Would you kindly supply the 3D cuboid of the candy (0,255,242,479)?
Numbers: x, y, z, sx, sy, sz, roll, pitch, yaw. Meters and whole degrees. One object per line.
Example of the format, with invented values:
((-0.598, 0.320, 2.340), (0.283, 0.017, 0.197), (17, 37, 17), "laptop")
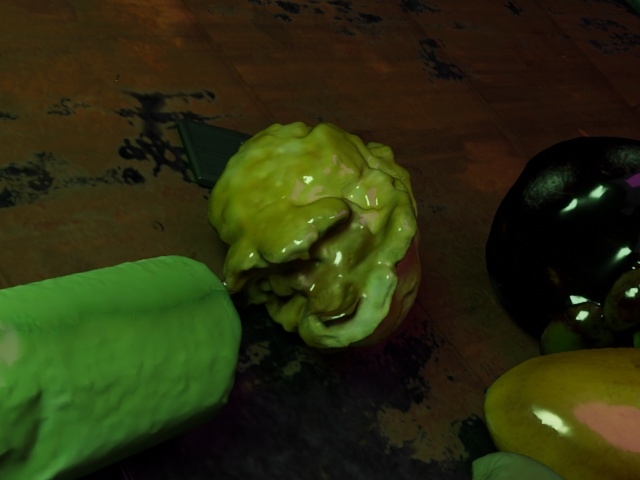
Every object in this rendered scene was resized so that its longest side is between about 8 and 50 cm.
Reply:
((-0.193, 0.100, 0.881), (0.343, 0.142, 0.132), (-15, 70, -53), "candy")

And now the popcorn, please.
((0.004, 0.001, 1.187), (0.190, 0.191, 0.253), (60, 14, -45), "popcorn")

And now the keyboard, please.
((-0.072, -0.082, 1.347), (0.381, 0.041, 0.103), (20, 36, -42), "keyboard")

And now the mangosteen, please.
((0.327, 0.030, 1.434), (0.287, 0.233, 0.287), (3, 73, -10), "mangosteen")

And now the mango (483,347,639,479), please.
((0.319, 0.209, 1.268), (0.350, 0.201, 0.199), (20, -4, -24), "mango")

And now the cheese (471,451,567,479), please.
((0.187, 0.287, 1.113), (0.175, 0.091, 0.202), (41, 31, 2), "cheese")
